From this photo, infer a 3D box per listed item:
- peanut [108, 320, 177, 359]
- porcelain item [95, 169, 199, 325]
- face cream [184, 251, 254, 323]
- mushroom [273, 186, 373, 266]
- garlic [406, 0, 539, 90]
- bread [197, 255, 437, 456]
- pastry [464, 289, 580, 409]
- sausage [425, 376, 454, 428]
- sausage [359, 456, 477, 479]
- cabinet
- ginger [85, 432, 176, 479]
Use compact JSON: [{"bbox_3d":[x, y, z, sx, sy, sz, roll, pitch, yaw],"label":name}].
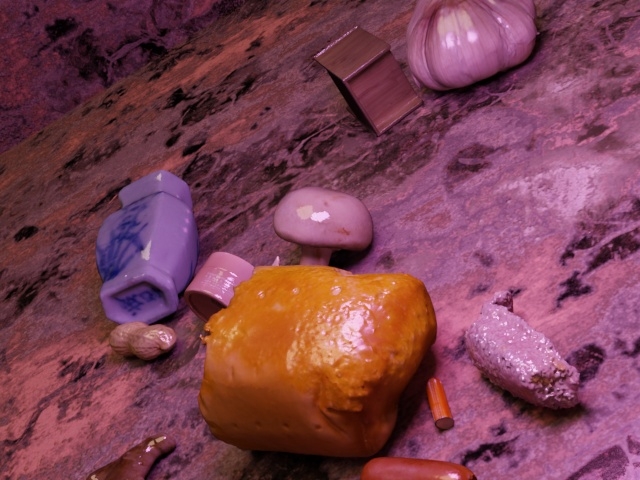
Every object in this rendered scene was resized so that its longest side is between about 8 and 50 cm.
[{"bbox_3d":[-0.383,0.216,2.134,0.187,0.082,0.082,0,47,43],"label":"peanut"},{"bbox_3d":[-0.402,0.018,2.316,0.243,0.178,0.405,-25,36,16],"label":"porcelain item"},{"bbox_3d":[-0.191,0.109,2.021,0.149,0.149,0.104,1,48,44],"label":"face cream"},{"bbox_3d":[0.000,0.000,1.986,0.207,0.207,0.215,10,89,49],"label":"mushroom"},{"bbox_3d":[0.338,-0.473,2.239,0.322,0.241,0.322,-22,54,34],"label":"garlic"},{"bbox_3d":[0.002,0.170,1.663,0.394,0.250,0.361,-5,44,38],"label":"bread"},{"bbox_3d":[0.296,0.174,1.520,0.112,0.103,0.265,-19,25,-5],"label":"pastry"},{"bbox_3d":[0.188,0.256,1.582,0.031,0.031,0.107,-29,33,11],"label":"sausage"},{"bbox_3d":[0.140,0.359,1.453,0.197,0.076,0.076,-5,43,41],"label":"sausage"},{"bbox_3d":[0.116,-0.388,2.362,0.148,0.175,0.215,-37,31,-1],"label":"cabinet"},{"bbox_3d":[-0.379,0.485,1.772,0.166,0.080,0.333,-8,43,19],"label":"ginger"}]
